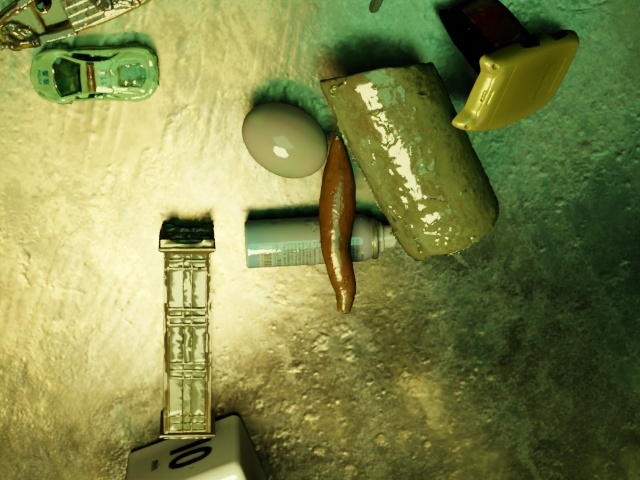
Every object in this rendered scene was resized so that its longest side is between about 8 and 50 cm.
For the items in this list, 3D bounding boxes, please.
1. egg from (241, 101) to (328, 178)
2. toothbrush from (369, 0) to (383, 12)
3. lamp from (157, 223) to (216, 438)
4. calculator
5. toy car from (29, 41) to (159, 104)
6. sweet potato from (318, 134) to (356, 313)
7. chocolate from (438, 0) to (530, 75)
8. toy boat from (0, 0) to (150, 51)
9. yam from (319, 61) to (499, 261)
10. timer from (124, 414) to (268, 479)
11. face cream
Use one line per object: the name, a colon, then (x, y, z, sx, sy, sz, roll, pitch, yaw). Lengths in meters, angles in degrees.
egg: (-0.052, -0.147, 1.861, 0.135, 0.103, 0.103, 29, 103, -16)
toothbrush: (0.119, -0.414, 1.834, 0.014, 0.017, 0.194, 24, 102, -17)
lamp: (-0.203, 0.140, 1.952, 0.089, 0.090, 0.326, 1, 109, -6)
calculator: (0.290, -0.228, 1.822, 0.033, 0.236, 0.157, 42, 132, 26)
toy car: (-0.325, -0.236, 1.835, 0.186, 0.058, 0.093, -2, 110, -4)
sweet potato: (0.024, -0.022, 1.865, 0.057, 0.057, 0.265, 0, 99, -5)
chocolate: (0.251, -0.298, 1.837, 0.080, 0.125, 0.149, -40, 103, -9)
toy boat: (-0.312, -0.342, 1.770, 0.321, 0.121, 0.089, -23, 114, 3)
yam: (0.132, -0.134, 1.848, 0.168, 0.168, 0.304, -26, 109, 4)
timer: (-0.182, 0.417, 1.987, 0.195, 0.192, 0.194, -21, 108, 3)
face cream: (0.000, 0.000, 1.929, 0.229, 0.075, 0.075, -3, 108, -4)
